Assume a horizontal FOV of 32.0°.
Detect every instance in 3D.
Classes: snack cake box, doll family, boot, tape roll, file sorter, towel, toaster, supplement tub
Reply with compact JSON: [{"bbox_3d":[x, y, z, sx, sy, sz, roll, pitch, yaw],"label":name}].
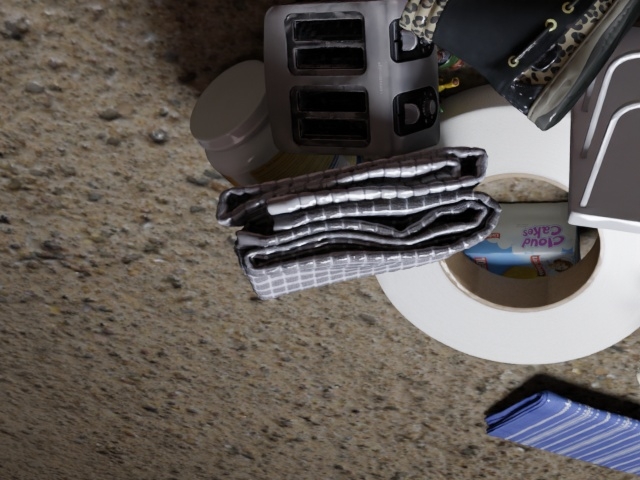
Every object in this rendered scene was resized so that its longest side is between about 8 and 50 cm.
[{"bbox_3d":[0.293,0.059,1.584,0.152,0.089,0.264,0,144,17],"label":"snack cake box"},{"bbox_3d":[0.090,-0.180,1.301,0.193,0.076,0.111,-4,-176,31],"label":"doll family"},{"bbox_3d":[0.197,-0.238,0.988,0.179,0.236,0.085,35,-171,14],"label":"boot"},{"bbox_3d":[0.249,-0.013,1.398,0.392,0.072,0.391,7,125,10],"label":"tape roll"},{"bbox_3d":[0.357,-0.160,1.088,0.193,0.277,0.173,8,144,4],"label":"file sorter"},{"bbox_3d":[0.038,-0.015,1.220,0.284,0.121,0.235,-11,178,-1],"label":"towel"},{"bbox_3d":[0.030,-0.181,1.200,0.186,0.110,0.168,5,105,28],"label":"toaster"},{"bbox_3d":[-0.051,-0.113,1.381,0.144,0.144,0.200,-16,138,33],"label":"supplement tub"},{"bbox_3d":[0.482,0.337,1.954,0.336,0.040,0.243,17,154,-12],"label":"towel"}]

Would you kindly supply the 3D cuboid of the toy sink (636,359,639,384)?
[{"bbox_3d":[0.503,0.119,1.352,0.153,0.234,0.131,46,137,-10],"label":"toy sink"}]
